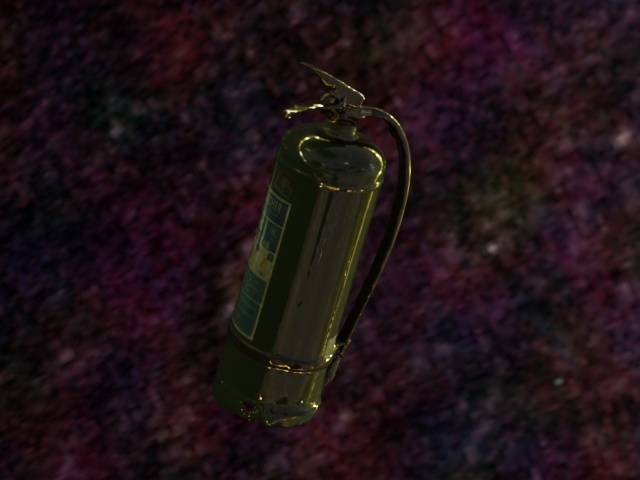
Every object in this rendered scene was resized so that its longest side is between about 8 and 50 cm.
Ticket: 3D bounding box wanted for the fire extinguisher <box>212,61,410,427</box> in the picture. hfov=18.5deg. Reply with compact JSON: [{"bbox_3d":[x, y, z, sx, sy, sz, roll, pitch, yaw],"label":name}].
[{"bbox_3d":[0.000,0.000,0.440,0.038,0.025,0.083,0,116,-33],"label":"fire extinguisher"}]
